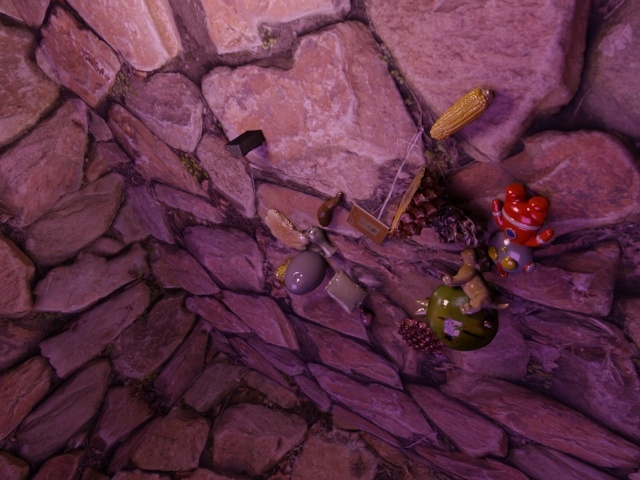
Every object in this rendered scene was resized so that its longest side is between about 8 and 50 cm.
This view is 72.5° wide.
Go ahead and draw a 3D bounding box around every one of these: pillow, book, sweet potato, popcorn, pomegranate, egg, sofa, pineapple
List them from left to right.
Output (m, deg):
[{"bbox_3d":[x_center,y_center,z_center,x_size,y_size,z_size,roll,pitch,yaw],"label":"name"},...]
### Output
[{"bbox_3d":[-0.293,-0.378,1.710,0.085,0.147,0.060,8,130,35],"label":"sofa"},{"bbox_3d":[-0.149,0.178,2.199,0.173,0.142,0.174,31,150,20],"label":"popcorn"},{"bbox_3d":[-0.073,0.152,2.019,0.176,0.232,0.176,25,138,25],"label":"egg"},{"bbox_3d":[0.028,-0.124,1.766,0.069,0.060,0.250,21,142,-5],"label":"sweet potato"},{"bbox_3d":[0.114,0.237,2.026,0.181,0.134,0.078,44,158,-4],"label":"pillow"},{"bbox_3d":[0.185,-0.061,1.718,0.172,0.012,0.118,37,146,7],"label":"book"},{"bbox_3d":[0.383,-0.063,1.365,0.271,0.263,0.262,26,145,1],"label":"pineapple"},{"bbox_3d":[0.489,0.268,1.599,0.340,0.260,0.260,-7,124,52],"label":"pomegranate"}]

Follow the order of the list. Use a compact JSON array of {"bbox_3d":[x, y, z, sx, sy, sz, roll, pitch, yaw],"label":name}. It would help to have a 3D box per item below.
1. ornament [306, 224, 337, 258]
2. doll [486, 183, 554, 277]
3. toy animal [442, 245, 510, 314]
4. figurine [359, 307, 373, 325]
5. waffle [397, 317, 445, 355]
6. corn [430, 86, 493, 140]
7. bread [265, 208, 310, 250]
[{"bbox_3d":[0.000,0.000,1.920,0.074,0.081,0.156,-38,104,22],"label":"ornament"},{"bbox_3d":[0.577,-0.007,1.305,0.200,0.105,0.337,42,152,37],"label":"doll"},{"bbox_3d":[0.495,0.130,1.429,0.168,0.233,0.121,-16,157,7],"label":"toy animal"},{"bbox_3d":[0.224,0.375,2.124,0.066,0.071,0.083,-25,127,9],"label":"figurine"},{"bbox_3d":[0.456,0.434,1.978,0.221,0.055,0.234,5,138,39],"label":"waffle"},{"bbox_3d":[0.376,-0.336,1.170,0.067,0.067,0.206,44,146,-5],"label":"corn"},{"bbox_3d":[-0.165,-0.036,2.068,0.250,0.039,0.182,39,146,2],"label":"bread"}]
